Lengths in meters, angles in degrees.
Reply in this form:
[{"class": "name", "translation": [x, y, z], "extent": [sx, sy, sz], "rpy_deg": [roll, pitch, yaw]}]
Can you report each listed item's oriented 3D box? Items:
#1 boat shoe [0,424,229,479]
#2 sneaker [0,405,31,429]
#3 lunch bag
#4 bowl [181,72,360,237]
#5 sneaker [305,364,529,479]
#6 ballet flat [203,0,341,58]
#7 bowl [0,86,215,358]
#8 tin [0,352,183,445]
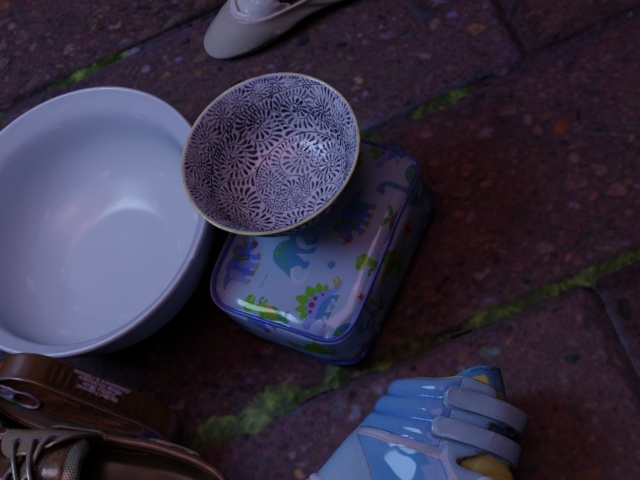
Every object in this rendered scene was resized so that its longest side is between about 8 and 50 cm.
[{"class": "boat shoe", "translation": [-0.231, 0.212, 0.985], "extent": [0.324, 0.120, 0.122], "rpy_deg": [6, 57, -12]}, {"class": "sneaker", "translation": [-0.325, 0.230, 1.094], "extent": [0.106, 0.101, 0.267], "rpy_deg": [-32, 59, 4]}, {"class": "lunch bag", "translation": [0.000, 0.000, 1.101], "extent": [0.176, 0.090, 0.219], "rpy_deg": [16, 71, 23]}, {"class": "bowl", "translation": [-0.037, -0.066, 1.046], "extent": [0.170, 0.080, 0.170], "rpy_deg": [-6, 64, 13]}, {"class": "sneaker", "translation": [0.148, 0.224, 0.925], "extent": [0.319, 0.127, 0.208], "rpy_deg": [29, 79, 27]}, {"class": "ballet flat", "translation": [-0.032, -0.290, 1.255], "extent": [0.248, 0.086, 0.086], "rpy_deg": [-26, 60, 5]}, {"class": "bowl", "translation": [-0.225, 0.000, 1.150], "extent": [0.298, 0.134, 0.298], "rpy_deg": [-8, 63, 16]}, {"class": "tin", "translation": [-0.222, 0.163, 1.061], "extent": [0.190, 0.106, 0.040], "rpy_deg": [24, 50, -9]}]
